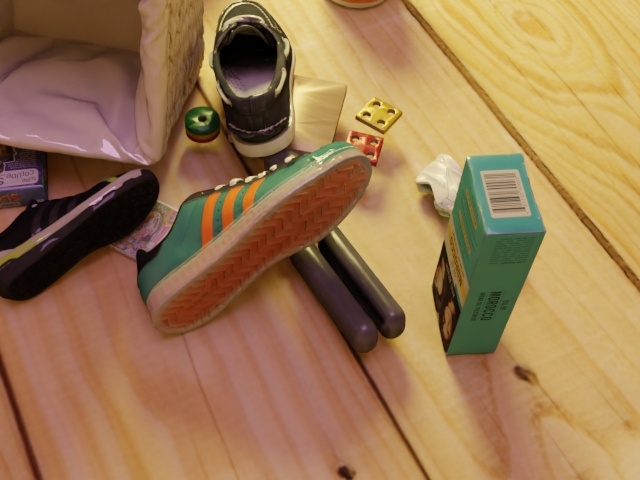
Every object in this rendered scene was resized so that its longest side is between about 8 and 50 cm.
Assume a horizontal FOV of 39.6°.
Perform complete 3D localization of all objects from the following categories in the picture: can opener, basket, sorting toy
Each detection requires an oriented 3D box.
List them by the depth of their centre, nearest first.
[{"bbox_3d":[0.000,0.000,1.042,0.076,0.095,0.283,-24,53,-18],"label":"can opener"},{"bbox_3d":[-0.312,-0.307,1.075,0.332,0.328,0.266,10,38,5],"label":"basket"},{"bbox_3d":[-0.033,-0.157,1.183,0.275,0.046,0.132,11,55,5],"label":"sorting toy"}]

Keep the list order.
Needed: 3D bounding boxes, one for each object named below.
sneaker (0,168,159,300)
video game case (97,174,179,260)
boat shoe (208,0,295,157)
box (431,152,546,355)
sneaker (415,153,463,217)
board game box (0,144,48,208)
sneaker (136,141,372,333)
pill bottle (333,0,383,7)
[{"bbox_3d":[-0.303,-0.029,1.041,0.235,0.084,0.097,-36,64,-18],"label":"sneaker"},{"bbox_3d":[-0.241,-0.027,1.099,0.122,0.011,0.087,26,57,14],"label":"video game case"},{"bbox_3d":[-0.086,-0.237,1.145,0.114,0.091,0.302,-15,47,-2],"label":"boat shoe"},{"bbox_3d":[0.171,0.022,0.946,0.060,0.244,0.100,-3,55,-5],"label":"box"},{"bbox_3d":[0.180,-0.044,1.119,0.061,0.053,0.152,-36,57,-15],"label":"sneaker"},{"bbox_3d":[-0.450,-0.097,1.121,0.201,0.035,0.136,-7,55,-8],"label":"board game box"},{"bbox_3d":[-0.088,-0.029,1.001,0.302,0.108,0.121,-36,56,5],"label":"sneaker"},{"bbox_3d":[0.060,-0.460,1.299,0.121,0.216,0.121,2,54,-2],"label":"pill bottle"}]
